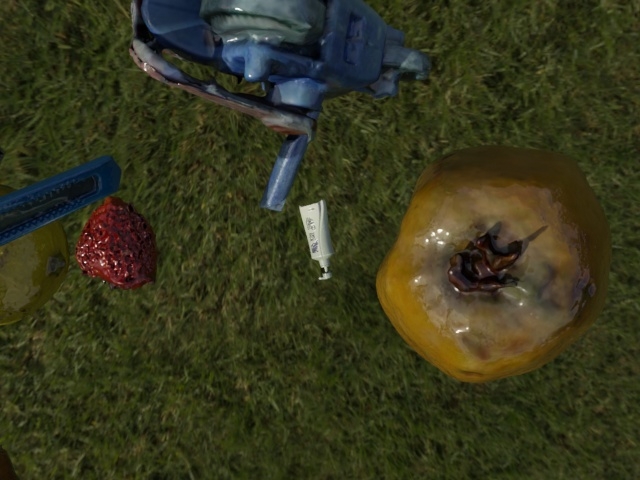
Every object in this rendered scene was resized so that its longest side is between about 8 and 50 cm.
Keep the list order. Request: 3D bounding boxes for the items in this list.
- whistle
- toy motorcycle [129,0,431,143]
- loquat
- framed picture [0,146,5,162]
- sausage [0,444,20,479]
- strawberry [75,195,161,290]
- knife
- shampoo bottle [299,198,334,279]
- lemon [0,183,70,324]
[{"bbox_3d":[-0.072,-0.192,1.637,0.062,0.062,0.304,18,124,-10],"label":"whistle"},{"bbox_3d":[-0.044,-0.223,0.711,0.241,0.319,0.182,41,111,28],"label":"toy motorcycle"},{"bbox_3d":[0.134,0.020,0.545,0.176,0.234,0.187,8,88,8],"label":"loquat"},{"bbox_3d":[-0.476,-0.096,0.948,0.011,0.149,0.109,20,76,-6],"label":"framed picture"},{"bbox_3d":[-0.440,0.417,1.020,0.302,0.076,0.103,34,108,29],"label":"sausage"},{"bbox_3d":[-0.443,0.004,1.510,0.184,0.187,0.201,-2,116,-13],"label":"strawberry"},{"bbox_3d":[-0.238,0.004,0.424,0.026,0.296,0.044,15,124,33],"label":"knife"},{"bbox_3d":[0.000,0.000,1.236,0.049,0.034,0.141,-13,89,13],"label":"shampoo bottle"},{"bbox_3d":[-0.579,0.022,1.183,0.284,0.260,0.260,-3,102,-13],"label":"lemon"}]
